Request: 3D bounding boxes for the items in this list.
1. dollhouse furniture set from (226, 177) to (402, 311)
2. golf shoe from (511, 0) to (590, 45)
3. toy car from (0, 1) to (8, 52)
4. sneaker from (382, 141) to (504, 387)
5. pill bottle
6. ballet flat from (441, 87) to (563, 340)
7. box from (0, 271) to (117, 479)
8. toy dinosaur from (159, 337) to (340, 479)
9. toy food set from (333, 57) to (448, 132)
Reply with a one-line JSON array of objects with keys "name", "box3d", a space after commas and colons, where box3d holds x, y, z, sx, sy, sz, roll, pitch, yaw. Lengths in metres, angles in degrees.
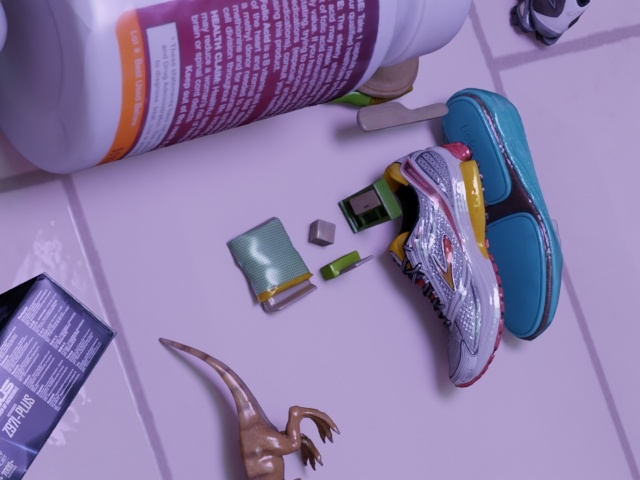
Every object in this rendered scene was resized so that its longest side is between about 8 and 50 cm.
[{"name": "dollhouse furniture set", "box3d": [0.000, 0.000, 1.730, 0.151, 0.058, 0.076, -29, 93, -37]}, {"name": "golf shoe", "box3d": [0.252, -0.296, 1.970, 0.077, 0.094, 0.198, 18, 65, -28]}, {"name": "toy car", "box3d": [-0.336, -0.168, 1.515, 0.182, 0.159, 0.136, 31, 26, -23]}, {"name": "sneaker", "box3d": [0.108, 0.026, 1.794, 0.092, 0.088, 0.225, -8, 80, -15]}, {"name": "pill bottle", "box3d": [-0.079, -0.207, 1.623, 0.392, 0.224, 0.224, -18, 86, -33]}, {"name": "ballet flat", "box3d": [0.188, -0.030, 1.857, 0.087, 0.083, 0.247, -14, 86, -50]}, {"name": "box", "box3d": [-0.256, 0.128, 1.462, 0.077, 0.147, 0.180, 42, 58, -18]}, {"name": "toy dinosaur", "box3d": [-0.048, 0.168, 1.645, 0.112, 0.064, 0.212, -11, 82, -35]}, {"name": "toy food set", "box3d": [0.034, -0.184, 1.828, 0.132, 0.038, 0.192, -11, 71, -41]}]
